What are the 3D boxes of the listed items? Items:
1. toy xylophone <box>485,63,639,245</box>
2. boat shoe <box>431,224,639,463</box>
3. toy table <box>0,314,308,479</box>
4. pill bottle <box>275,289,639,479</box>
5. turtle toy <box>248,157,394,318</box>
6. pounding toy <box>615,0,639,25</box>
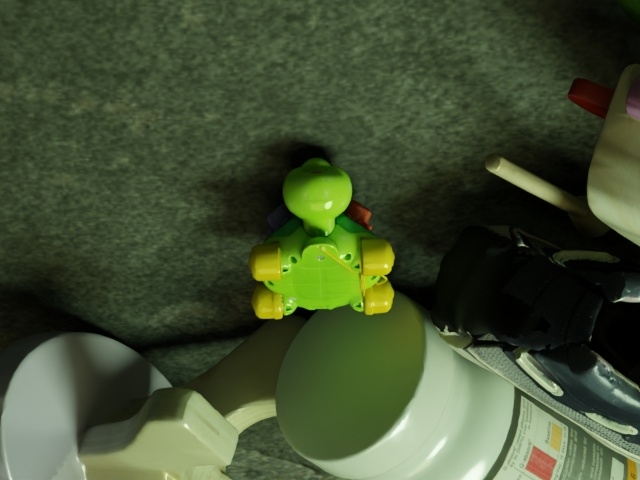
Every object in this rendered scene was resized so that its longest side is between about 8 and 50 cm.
[{"bbox_3d":[0.234,-0.018,1.109,0.236,0.081,0.323,26,180,23],"label":"toy xylophone"},{"bbox_3d":[0.239,0.095,1.264,0.340,0.127,0.158,22,179,-36],"label":"boat shoe"},{"bbox_3d":[-0.104,0.169,1.352,0.161,0.252,0.274,0,162,29],"label":"toy table"},{"bbox_3d":[0.103,0.147,1.370,0.162,0.162,0.278,-22,142,30],"label":"pill bottle"},{"bbox_3d":[0.000,0.000,1.228,0.095,0.066,0.130,-2,147,0],"label":"turtle toy"},{"bbox_3d":[0.224,-0.139,0.974,0.183,0.110,0.237,-25,140,33],"label":"pounding toy"}]
